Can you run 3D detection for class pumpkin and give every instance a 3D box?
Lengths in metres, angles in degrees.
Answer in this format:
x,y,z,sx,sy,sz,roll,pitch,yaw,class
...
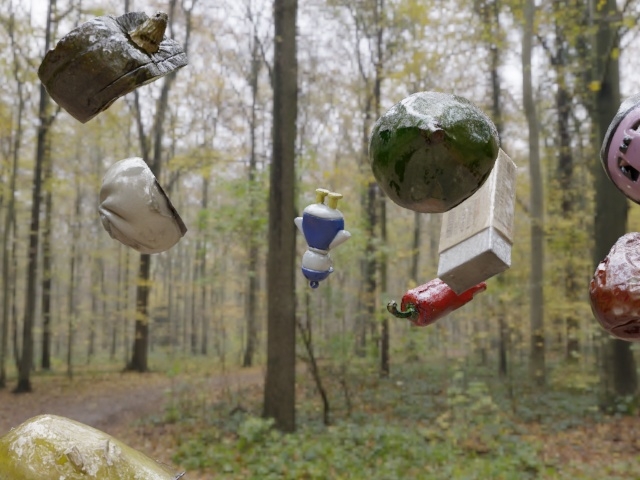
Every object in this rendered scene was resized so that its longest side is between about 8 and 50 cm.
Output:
x,y,z,sx,sy,sz,roll,pitch,yaw,class
-0.326,-0.301,1.371,0.248,0.131,0.126,-43,4,-26,pumpkin

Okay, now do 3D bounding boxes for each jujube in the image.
x,y,z,sx,sy,sz,roll,pitch,yaw,class
0.607,0.082,1.621,0.168,0.236,0.168,15,-41,14,jujube

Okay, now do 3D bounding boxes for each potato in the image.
x,y,z,sx,sy,sz,roll,pitch,yaw,class
-0.483,0.466,1.707,0.290,0.296,0.397,-39,-3,19,potato

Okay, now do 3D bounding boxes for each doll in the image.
x,y,z,sx,sy,sz,roll,pitch,yaw,class
0.000,0.000,1.188,0.099,0.142,0.058,16,14,37,doll

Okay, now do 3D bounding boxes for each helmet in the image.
x,y,z,sx,sy,sz,roll,pitch,yaw,class
0.555,-0.125,1.262,0.253,0.198,0.154,17,24,-2,helmet

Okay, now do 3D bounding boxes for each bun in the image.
x,y,z,sx,sy,sz,roll,pitch,yaw,class
-0.318,-0.051,1.440,0.120,0.172,0.173,-31,-2,-10,bun

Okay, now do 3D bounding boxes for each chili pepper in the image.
x,y,z,sx,sy,sz,roll,pitch,yaw,class
0.319,0.152,2.224,0.388,0.110,0.110,-19,6,-36,chili pepper

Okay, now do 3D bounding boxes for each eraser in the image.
x,y,z,sx,sy,sz,roll,pitch,yaw,class
0.331,-0.047,1.752,0.078,0.343,0.144,41,-51,-21,eraser

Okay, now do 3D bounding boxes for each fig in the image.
x,y,z,sx,sy,sz,roll,pitch,yaw,class
0.164,-0.142,1.224,0.195,0.195,0.245,-1,-16,10,fig
